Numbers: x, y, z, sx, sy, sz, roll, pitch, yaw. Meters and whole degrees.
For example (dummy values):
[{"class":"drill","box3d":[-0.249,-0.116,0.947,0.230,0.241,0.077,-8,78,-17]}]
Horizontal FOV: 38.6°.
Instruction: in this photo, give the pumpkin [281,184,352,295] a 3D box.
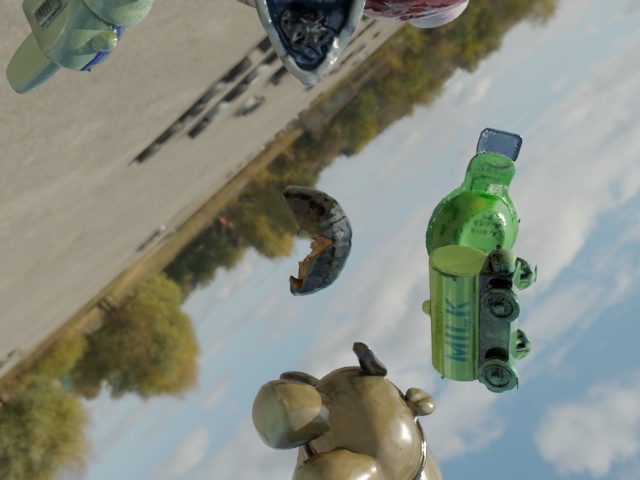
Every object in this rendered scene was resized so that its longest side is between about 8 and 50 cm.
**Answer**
[{"class":"pumpkin","box3d":[0.000,0.000,1.498,0.108,0.183,0.119,-2,-168,10]}]

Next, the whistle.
[{"class":"whistle","box3d":[-0.237,-0.229,0.920,0.244,0.110,0.092,-36,165,31]}]

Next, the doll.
[{"class":"doll","box3d":[0.043,0.230,0.970,0.174,0.235,0.330,-31,152,-8]}]

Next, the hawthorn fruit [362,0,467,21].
[{"class":"hawthorn fruit","box3d":[0.082,-0.412,1.204,0.307,0.276,0.276,-30,175,-42]}]

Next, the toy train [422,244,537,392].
[{"class":"toy train","box3d":[0.221,0.111,1.318,0.105,0.157,0.253,-56,149,-45]}]

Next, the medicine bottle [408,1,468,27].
[{"class":"medicine bottle","box3d":[0.202,-0.571,1.845,0.152,0.152,0.254,-43,143,-8]}]

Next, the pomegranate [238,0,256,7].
[{"class":"pomegranate","box3d":[-0.077,-0.482,1.445,0.248,0.248,0.248,-42,-174,5]}]

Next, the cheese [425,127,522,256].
[{"class":"cheese","box3d":[0.307,-0.057,1.763,0.083,0.204,0.320,-141,-117,-64]}]

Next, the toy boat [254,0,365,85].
[{"class":"toy boat","box3d":[-0.006,-0.310,0.909,0.142,0.129,0.309,-110,-157,-76]}]
